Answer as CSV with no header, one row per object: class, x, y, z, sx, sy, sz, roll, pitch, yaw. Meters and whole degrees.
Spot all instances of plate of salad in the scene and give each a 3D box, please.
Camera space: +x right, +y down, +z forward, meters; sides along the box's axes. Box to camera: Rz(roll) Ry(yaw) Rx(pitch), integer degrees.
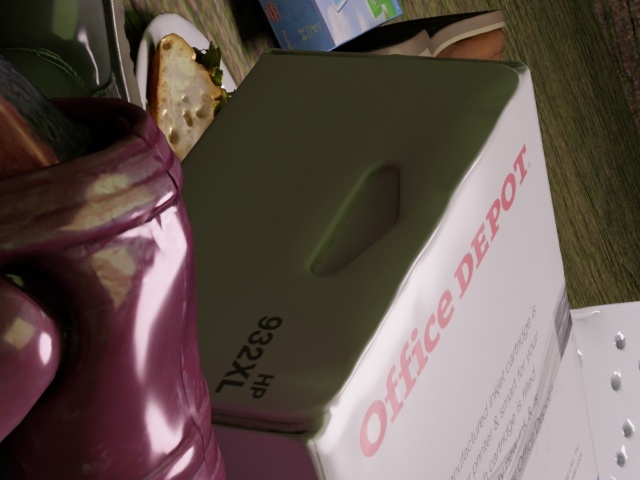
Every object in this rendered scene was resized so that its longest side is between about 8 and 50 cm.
plate of salad,-0.047,-0.028,1.042,0.200,0.048,0.200,-15,90,-75

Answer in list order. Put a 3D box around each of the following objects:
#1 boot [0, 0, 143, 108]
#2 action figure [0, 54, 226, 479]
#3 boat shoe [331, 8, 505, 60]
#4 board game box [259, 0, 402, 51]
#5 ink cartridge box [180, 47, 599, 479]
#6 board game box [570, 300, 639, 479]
boot,-0.133,-0.056,0.757,0.208,0.076,0.189,-60,133,-59
action figure,-0.069,0.082,0.515,0.248,0.276,0.370,-64,152,-57
boat shoe,0.064,-0.101,1.406,0.307,0.111,0.104,-32,111,-63
board game box,-0.014,-0.204,1.288,0.160,0.039,0.211,64,18,-5
ink cartridge box,0.018,0.105,0.820,0.223,0.129,0.307,-57,144,-42
board game box,0.126,0.239,1.115,0.390,0.050,0.390,-4,78,-50
